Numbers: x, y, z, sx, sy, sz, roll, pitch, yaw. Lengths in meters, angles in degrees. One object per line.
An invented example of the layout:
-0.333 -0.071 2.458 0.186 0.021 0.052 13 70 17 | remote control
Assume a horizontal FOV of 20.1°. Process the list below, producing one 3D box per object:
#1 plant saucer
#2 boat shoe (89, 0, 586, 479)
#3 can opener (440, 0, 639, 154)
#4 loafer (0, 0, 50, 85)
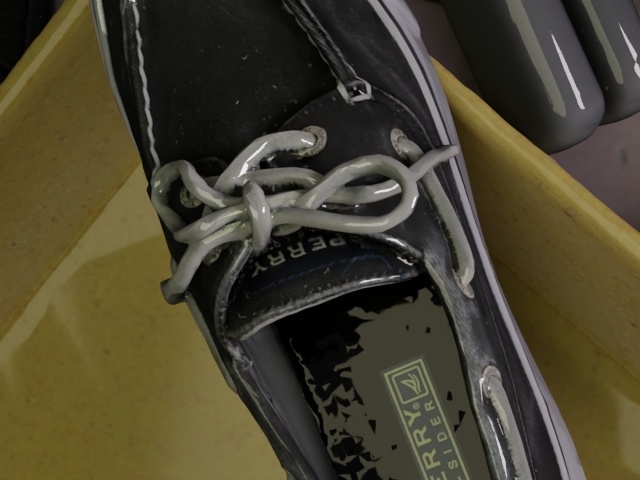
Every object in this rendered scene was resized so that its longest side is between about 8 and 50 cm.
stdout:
-0.024 0.086 0.708 0.333 0.081 0.333 42 101 9 | plant saucer
-0.004 0.002 0.606 0.113 0.105 0.306 -21 87 13 | boat shoe
0.038 -0.163 0.683 0.093 0.074 0.280 -28 90 53 | can opener
-0.164 -0.167 0.716 0.095 0.109 0.302 8 105 19 | loafer
